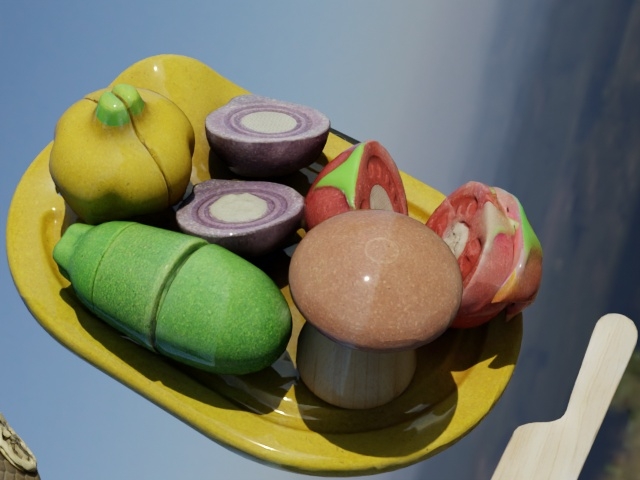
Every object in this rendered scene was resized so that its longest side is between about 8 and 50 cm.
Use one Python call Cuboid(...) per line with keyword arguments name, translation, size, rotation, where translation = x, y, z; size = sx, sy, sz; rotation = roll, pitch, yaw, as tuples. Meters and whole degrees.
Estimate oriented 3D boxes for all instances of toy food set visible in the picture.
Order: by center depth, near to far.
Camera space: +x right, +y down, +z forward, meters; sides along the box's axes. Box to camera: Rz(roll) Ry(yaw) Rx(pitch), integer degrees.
Cuboid(name="toy food set", translation=(0.000, 0.000, 0.553), size=(0.128, 0.218, 0.071), rotation=(-49, -20, -35))

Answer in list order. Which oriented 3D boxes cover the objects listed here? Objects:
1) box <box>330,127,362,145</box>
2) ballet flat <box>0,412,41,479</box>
Cuboid(name="box", translation=(-0.004, -0.026, 1.017), size=(0.052, 0.062, 0.083), rotation=(-57, 17, 28))
Cuboid(name="ballet flat", translation=(-0.261, 0.071, 1.062), size=(0.058, 0.250, 0.084), rotation=(-51, 9, -4))
